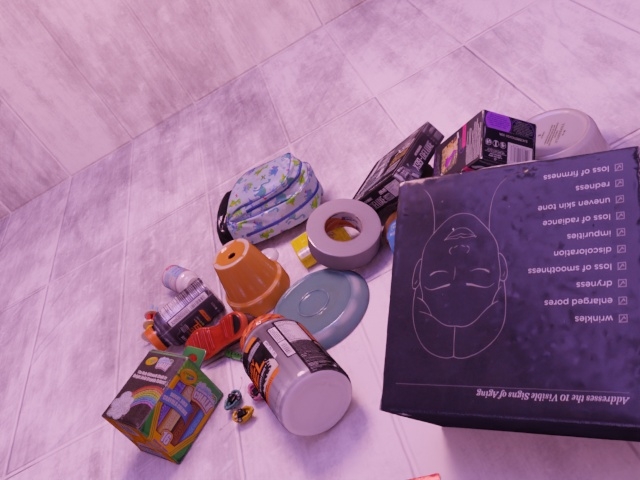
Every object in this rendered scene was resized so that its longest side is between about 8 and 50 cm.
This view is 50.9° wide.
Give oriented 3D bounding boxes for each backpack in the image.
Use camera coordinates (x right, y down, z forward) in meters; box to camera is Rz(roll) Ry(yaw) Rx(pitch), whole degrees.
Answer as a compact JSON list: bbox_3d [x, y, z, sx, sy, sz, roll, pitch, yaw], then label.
[{"bbox_3d":[-0.167,-0.137,2.284,0.355,0.273,0.290,-8,33,13],"label":"backpack"}]

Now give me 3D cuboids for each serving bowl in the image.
[{"bbox_3d":[-0.180,0.054,2.221,0.083,0.027,0.083,-22,36,17],"label":"serving bowl"}]

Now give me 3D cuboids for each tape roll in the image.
[{"bbox_3d":[0.069,-0.019,1.975,0.219,0.072,0.219,-2,51,3],"label":"tape roll"}]

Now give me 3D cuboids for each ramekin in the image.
[{"bbox_3d":[0.641,-0.247,1.841,0.273,0.127,0.273,-22,35,17],"label":"ramekin"}]

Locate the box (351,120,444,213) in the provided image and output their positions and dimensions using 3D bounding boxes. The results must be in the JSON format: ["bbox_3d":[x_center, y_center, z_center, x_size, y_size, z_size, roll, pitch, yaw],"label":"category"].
[{"bbox_3d":[0.220,-0.199,2.046,0.242,0.076,0.307,-56,11,-29],"label":"box"}]

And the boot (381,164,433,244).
[{"bbox_3d":[0.265,-0.109,2.004,0.115,0.112,0.305,-13,40,44],"label":"boot"}]

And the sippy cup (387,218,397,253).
[{"bbox_3d":[0.307,-0.016,1.761,0.224,0.305,0.240,-27,69,27],"label":"sippy cup"}]

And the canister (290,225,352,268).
[{"bbox_3d":[0.000,0.000,2.103,0.170,0.073,0.126,-33,35,2],"label":"canister"}]

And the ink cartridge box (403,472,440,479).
[{"bbox_3d":[0.145,0.566,1.308,0.189,0.066,0.232,-19,41,20],"label":"ink cartridge box"}]

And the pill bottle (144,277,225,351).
[{"bbox_3d":[-0.431,0.240,2.104,0.245,0.130,0.130,-41,35,-11],"label":"pill bottle"}]

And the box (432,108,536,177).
[{"bbox_3d":[0.432,-0.215,1.805,0.270,0.165,0.143,141,140,-67],"label":"box"}]

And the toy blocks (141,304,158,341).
[{"bbox_3d":[-0.533,0.255,2.236,0.123,0.054,0.148,-26,34,12],"label":"toy blocks"}]

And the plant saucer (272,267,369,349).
[{"bbox_3d":[-0.013,0.188,1.910,0.317,0.044,0.318,-22,37,17],"label":"plant saucer"}]

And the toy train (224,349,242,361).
[{"bbox_3d":[-0.246,0.333,1.941,0.083,0.017,0.024,5,59,42],"label":"toy train"}]

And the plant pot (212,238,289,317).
[{"bbox_3d":[-0.227,0.102,2.057,0.205,0.188,0.205,-22,36,17],"label":"plant pot"}]

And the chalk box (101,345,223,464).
[{"bbox_3d":[-0.405,0.419,1.825,0.180,0.179,0.289,2,47,42],"label":"chalk box"}]

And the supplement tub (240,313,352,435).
[{"bbox_3d":[-0.074,0.319,1.664,0.193,0.193,0.316,-39,34,-8],"label":"supplement tub"}]

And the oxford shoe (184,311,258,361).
[{"bbox_3d":[-0.292,0.292,1.986,0.271,0.098,0.097,-28,68,31],"label":"oxford shoe"}]

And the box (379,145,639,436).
[{"bbox_3d":[0.400,0.122,1.294,0.480,0.297,0.472,-5,67,35],"label":"box"}]

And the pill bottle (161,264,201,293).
[{"bbox_3d":[-0.470,0.139,2.297,0.160,0.087,0.087,14,56,47],"label":"pill bottle"}]

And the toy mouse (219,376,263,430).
[{"bbox_3d":[-0.198,0.420,1.782,0.161,0.031,0.143,-29,35,6],"label":"toy mouse"}]
